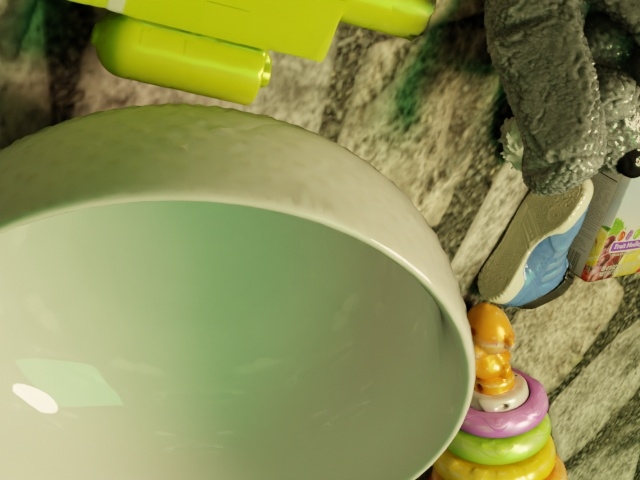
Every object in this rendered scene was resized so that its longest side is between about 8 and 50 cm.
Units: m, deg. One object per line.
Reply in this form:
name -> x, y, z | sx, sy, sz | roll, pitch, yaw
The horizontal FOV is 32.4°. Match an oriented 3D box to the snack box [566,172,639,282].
snack box -> 0.335, -0.068, 1.121 | 0.174, 0.070, 0.207 | -8, 123, -41

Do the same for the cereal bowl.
cereal bowl -> -0.081, 0.044, 0.667 | 0.338, 0.141, 0.339 | -1, 137, -1

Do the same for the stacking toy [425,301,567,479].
stacking toy -> 0.177, 0.193, 1.133 | 0.165, 0.175, 0.302 | -21, 119, -27

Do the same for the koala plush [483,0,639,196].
koala plush -> 0.228, -0.129, 0.893 | 0.196, 0.203, 0.221 | -26, 157, 6

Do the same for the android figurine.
android figurine -> -0.051, -0.187, 0.562 | 0.272, 0.056, 0.248 | 11, 127, -22

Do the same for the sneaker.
sneaker -> 0.225, 0.004, 1.073 | 0.084, 0.058, 0.152 | 18, 110, -45
